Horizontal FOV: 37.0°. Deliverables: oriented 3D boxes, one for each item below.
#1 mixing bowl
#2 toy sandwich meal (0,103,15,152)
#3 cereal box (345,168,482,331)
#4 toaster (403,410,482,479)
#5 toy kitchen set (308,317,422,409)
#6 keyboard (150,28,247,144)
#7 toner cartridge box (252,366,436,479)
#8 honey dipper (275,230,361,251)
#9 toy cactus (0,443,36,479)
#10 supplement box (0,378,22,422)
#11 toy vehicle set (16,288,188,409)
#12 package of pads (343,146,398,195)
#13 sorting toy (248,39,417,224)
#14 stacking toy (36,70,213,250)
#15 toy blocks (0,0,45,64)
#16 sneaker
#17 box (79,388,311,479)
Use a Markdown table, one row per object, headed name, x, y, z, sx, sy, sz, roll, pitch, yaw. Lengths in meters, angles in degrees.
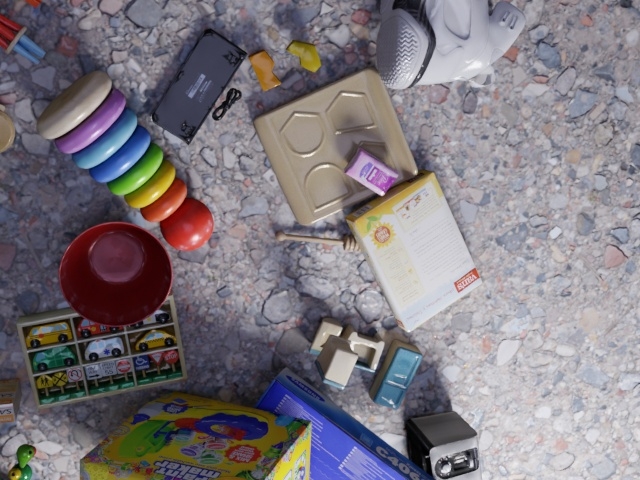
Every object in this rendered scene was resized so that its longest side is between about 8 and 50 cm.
| name | x | y | z | sx | sy | sz | roll | pitch | yaw |
| --- | --- | --- | --- | --- | --- | --- | --- | --- | --- |
| mixing bowl | -0.338 | 0.043 | 1.590 | 0.182 | 0.098 | 0.181 | -3 | 108 | -10 |
| toy sandwich meal | -0.526 | -0.179 | 1.519 | 0.086 | 0.029 | 0.085 | -5 | 113 | -11 |
| cereal box | 0.168 | 0.019 | 1.695 | 0.173 | 0.047 | 0.240 | -31 | 112 | -14 |
| toaster | 0.231 | 0.425 | 1.795 | 0.110 | 0.186 | 0.168 | -10 | 101 | -11 |
| toy kitchen set | 0.082 | 0.244 | 1.702 | 0.207 | 0.166 | 0.122 | 20 | 103 | -16 |
| keyboard | -0.188 | -0.245 | 1.568 | 0.108 | 0.023 | 0.180 | 32 | 100 | -12 |
| toner cartridge box | 0.024 | 0.398 | 1.705 | 0.348 | 0.075 | 0.165 | 37 | 107 | 6 |
| honey dipper | 0.000 | 0.000 | 1.683 | 0.161 | 0.030 | 0.030 | 5 | 107 | -9 |
| toy cactus | -0.567 | 0.435 | 1.685 | 0.219 | 0.112 | 0.180 | -45 | 129 | 2 |
| supplement box | -0.545 | 0.273 | 1.622 | 0.062 | 0.098 | 0.036 | -5 | 108 | -10 |
| toy vehicle set | -0.375 | 0.189 | 1.663 | 0.267 | 0.035 | 0.166 | -11 | 110 | -8 |
| package of pads | 0.085 | -0.116 | 1.615 | 0.083 | 0.032 | 0.050 | 31 | 106 | -16 |
| sorting toy | 0.009 | -0.201 | 1.616 | 0.229 | 0.041 | 0.307 | -23 | 111 | 2 |
| stacking toy | -0.294 | -0.108 | 1.537 | 0.141 | 0.141 | 0.330 | -39 | 114 | 3 |
| toy blocks | -0.468 | -0.352 | 1.459 | 0.148 | 0.054 | 0.123 | 36 | 98 | -19 |
| sneaker | 0.217 | -0.419 | 1.538 | 0.210 | 0.137 | 0.365 | 3 | 104 | -19 |
| box | -0.198 | 0.405 | 1.584 | 0.290 | 0.279 | 0.177 | 8 | 109 | 17 |
